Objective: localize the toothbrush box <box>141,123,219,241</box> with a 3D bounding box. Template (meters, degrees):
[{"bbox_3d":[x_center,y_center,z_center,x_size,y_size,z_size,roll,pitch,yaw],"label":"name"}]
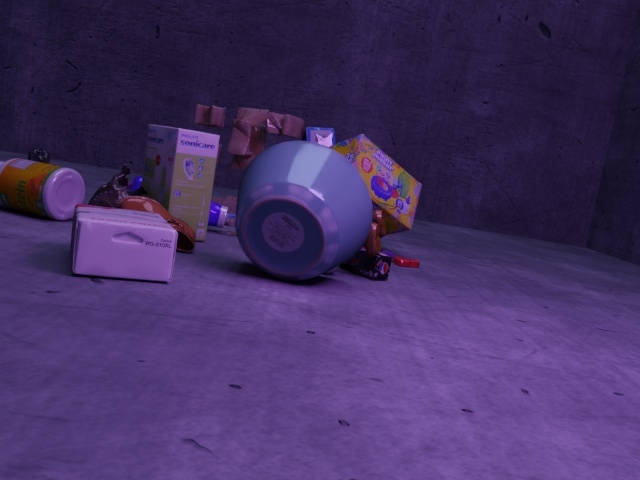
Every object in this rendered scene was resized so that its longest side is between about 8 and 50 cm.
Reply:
[{"bbox_3d":[-0.382,-0.155,1.705,0.122,0.283,0.206,5,9,-37],"label":"toothbrush box"}]

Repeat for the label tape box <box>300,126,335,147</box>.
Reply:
[{"bbox_3d":[-0.020,-0.255,2.355,0.106,0.240,0.334,0,-5,-8],"label":"label tape box"}]

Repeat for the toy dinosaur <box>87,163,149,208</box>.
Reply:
[{"bbox_3d":[-0.557,-0.104,1.693,0.160,0.121,0.313,-43,23,-31],"label":"toy dinosaur"}]

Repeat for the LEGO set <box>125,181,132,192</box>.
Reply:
[{"bbox_3d":[-0.602,-0.119,1.942,0.093,0.087,0.227,7,13,5],"label":"LEGO set"}]

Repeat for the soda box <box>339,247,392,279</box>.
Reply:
[{"bbox_3d":[0.101,0.051,1.610,0.053,0.060,0.169,5,8,-38],"label":"soda box"}]

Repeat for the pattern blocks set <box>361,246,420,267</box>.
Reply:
[{"bbox_3d":[0.097,0.032,1.891,0.325,0.026,0.285,4,9,-33],"label":"pattern blocks set"}]

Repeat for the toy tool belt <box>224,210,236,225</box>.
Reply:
[{"bbox_3d":[-0.292,-0.075,2.113,0.083,0.051,0.052,12,8,15],"label":"toy tool belt"}]

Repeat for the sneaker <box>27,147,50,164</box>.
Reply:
[{"bbox_3d":[-0.963,-0.203,2.161,0.087,0.130,0.227,11,33,-25],"label":"sneaker"}]

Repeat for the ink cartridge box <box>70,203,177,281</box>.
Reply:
[{"bbox_3d":[-0.378,0.001,1.218,0.172,0.100,0.237,7,7,-22],"label":"ink cartridge box"}]

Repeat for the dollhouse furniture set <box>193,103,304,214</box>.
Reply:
[{"bbox_3d":[-0.248,-0.271,2.314,0.362,0.394,0.256,10,6,20],"label":"dollhouse furniture set"}]

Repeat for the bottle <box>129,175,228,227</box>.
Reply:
[{"bbox_3d":[-0.415,-0.102,1.880,0.283,0.118,0.092,14,-13,-10],"label":"bottle"}]

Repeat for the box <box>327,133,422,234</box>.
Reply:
[{"bbox_3d":[0.110,-0.153,2.025,0.290,0.177,0.279,34,-31,-31],"label":"box"}]

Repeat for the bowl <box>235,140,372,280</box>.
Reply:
[{"bbox_3d":[-0.055,-0.038,1.360,0.312,0.311,0.163,11,28,10],"label":"bowl"}]

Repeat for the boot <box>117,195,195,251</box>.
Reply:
[{"bbox_3d":[-0.382,-0.039,1.516,0.197,0.073,0.152,23,8,-21],"label":"boot"}]

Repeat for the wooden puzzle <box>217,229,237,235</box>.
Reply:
[{"bbox_3d":[-0.272,-0.022,1.904,0.083,0.006,0.049,12,8,20],"label":"wooden puzzle"}]

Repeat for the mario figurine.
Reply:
[{"bbox_3d":[0.000,0.000,1.607,0.321,0.170,0.198,1,-4,19],"label":"mario figurine"}]

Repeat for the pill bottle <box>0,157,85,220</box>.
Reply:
[{"bbox_3d":[-0.752,-0.139,1.668,0.246,0.136,0.136,12,8,20],"label":"pill bottle"}]
